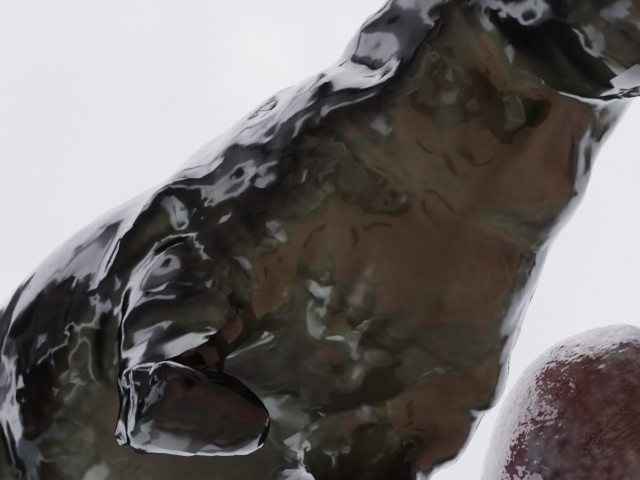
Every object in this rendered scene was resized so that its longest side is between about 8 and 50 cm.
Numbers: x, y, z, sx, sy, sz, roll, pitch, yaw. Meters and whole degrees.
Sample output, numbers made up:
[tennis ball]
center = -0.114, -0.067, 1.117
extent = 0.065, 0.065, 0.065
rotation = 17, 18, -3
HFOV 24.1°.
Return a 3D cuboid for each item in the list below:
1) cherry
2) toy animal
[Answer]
[cherry]
center = 0.219, 0.207, 1.119
extent = 0.213, 0.236, 0.285
rotation = -7, -92, -29
[toy animal]
center = 0.005, 0.004, 0.396
extent = 0.106, 0.343, 0.168
rotation = 38, -161, -21
